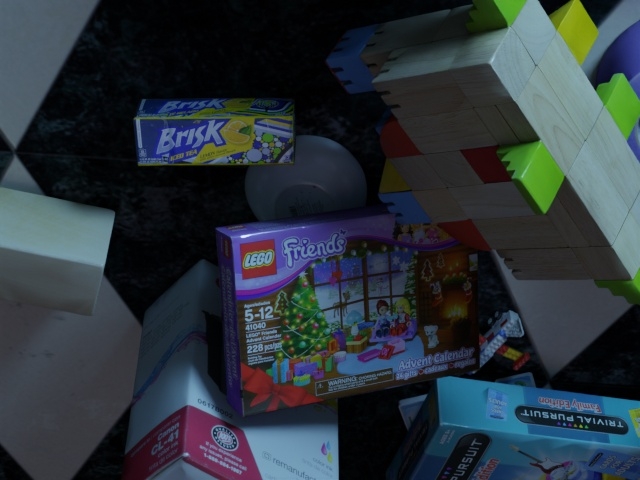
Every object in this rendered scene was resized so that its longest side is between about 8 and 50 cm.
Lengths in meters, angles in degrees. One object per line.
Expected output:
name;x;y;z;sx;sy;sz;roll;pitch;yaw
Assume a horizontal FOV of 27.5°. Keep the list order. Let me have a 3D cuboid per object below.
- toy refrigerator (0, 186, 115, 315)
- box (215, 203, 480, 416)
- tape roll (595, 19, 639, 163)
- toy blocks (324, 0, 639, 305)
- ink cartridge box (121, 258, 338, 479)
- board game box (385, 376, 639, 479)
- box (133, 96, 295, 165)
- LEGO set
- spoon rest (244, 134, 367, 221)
toy refrigerator;-0.379;-0.003;1.491;0.270;0.094;0.102;12;139;-9
box;0.035;0.067;1.437;0.293;0.057;0.201;-9;105;-22
tape roll;0.383;-0.145;1.347;0.189;0.080;0.189;0;133;0
toy blocks;0.158;-0.089;1.312;0.261;0.190;0.381;-3;136;47
ink cartridge box;-0.098;0.204;1.531;0.226;0.306;0.131;31;127;-26
board game box;0.281;0.297;1.739;0.336;0.079;0.253;8;140;-10
box;-0.111;-0.116;1.394;0.169;0.054;0.059;-1;118;1
LEGO set;0.178;0.172;1.668;0.182;0.060;0.244;-13;131;8
spoon rest;0.000;0.000;1.507;0.137;0.084;0.276;-11;119;9
